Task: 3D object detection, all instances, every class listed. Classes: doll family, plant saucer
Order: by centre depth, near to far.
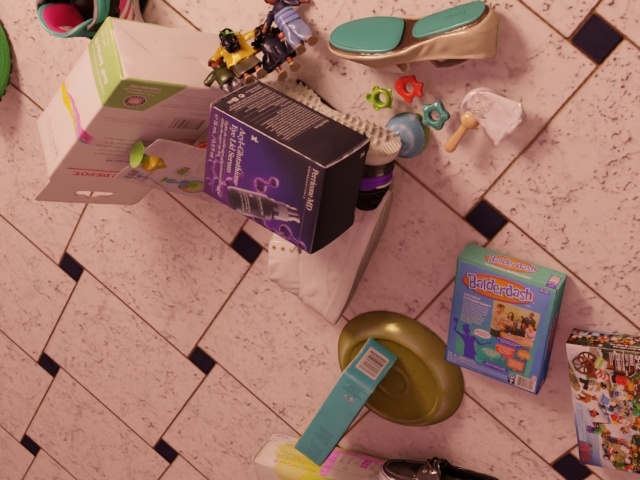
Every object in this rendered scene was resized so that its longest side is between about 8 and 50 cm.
[{"bbox_3d":[-0.092,-0.287,1.493,0.111,0.193,0.076,58,175,26],"label":"doll family"},{"bbox_3d":[0.128,0.231,1.756,0.241,0.037,0.241,17,127,23],"label":"plant saucer"}]

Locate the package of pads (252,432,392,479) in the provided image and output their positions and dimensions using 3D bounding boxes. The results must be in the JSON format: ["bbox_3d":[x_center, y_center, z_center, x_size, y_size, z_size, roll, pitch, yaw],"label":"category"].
[{"bbox_3d":[0.022,0.502,1.964,0.296,0.101,0.229,7,123,29],"label":"package of pads"}]

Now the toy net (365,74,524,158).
[{"bbox_3d":[0.180,-0.184,1.441,0.232,0.045,0.122,-7,105,34],"label":"toy net"}]

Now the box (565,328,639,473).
[{"bbox_3d":[0.462,0.247,1.539,0.159,0.044,0.233,4,122,32],"label":"box"}]

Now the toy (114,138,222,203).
[{"bbox_3d":[-0.197,-0.124,1.649,0.137,0.237,0.056,-32,60,42],"label":"toy"}]

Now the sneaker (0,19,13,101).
[{"bbox_3d":[-0.651,-0.379,1.786,0.134,0.146,0.344,9,125,28],"label":"sneaker"}]

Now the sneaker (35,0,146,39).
[{"bbox_3d":[-0.350,-0.332,1.594,0.123,0.178,0.296,15,127,25],"label":"sneaker"}]

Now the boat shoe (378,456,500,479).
[{"bbox_3d":[0.213,0.419,1.801,0.228,0.080,0.076,15,121,23],"label":"boat shoe"}]

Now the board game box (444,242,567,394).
[{"bbox_3d":[0.281,0.121,1.573,0.160,0.047,0.210,19,129,22],"label":"board game box"}]

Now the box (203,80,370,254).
[{"bbox_3d":[-0.051,-0.104,1.431,0.207,0.108,0.153,29,132,24],"label":"box"}]

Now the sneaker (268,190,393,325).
[{"bbox_3d":[0.000,0.000,1.637,0.169,0.108,0.292,31,133,8],"label":"sneaker"}]

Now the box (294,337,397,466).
[{"bbox_3d":[0.041,0.280,1.752,0.060,0.100,0.244,35,134,8],"label":"box"}]

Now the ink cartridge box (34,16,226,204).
[{"bbox_3d":[-0.314,-0.192,1.632,0.353,0.207,0.119,-40,60,43],"label":"ink cartridge box"}]

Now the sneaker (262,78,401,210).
[{"bbox_3d":[-0.015,-0.132,1.530,0.293,0.102,0.146,32,134,32],"label":"sneaker"}]

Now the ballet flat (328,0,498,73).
[{"bbox_3d":[0.128,-0.265,1.398,0.248,0.086,0.086,0,119,33],"label":"ballet flat"}]
